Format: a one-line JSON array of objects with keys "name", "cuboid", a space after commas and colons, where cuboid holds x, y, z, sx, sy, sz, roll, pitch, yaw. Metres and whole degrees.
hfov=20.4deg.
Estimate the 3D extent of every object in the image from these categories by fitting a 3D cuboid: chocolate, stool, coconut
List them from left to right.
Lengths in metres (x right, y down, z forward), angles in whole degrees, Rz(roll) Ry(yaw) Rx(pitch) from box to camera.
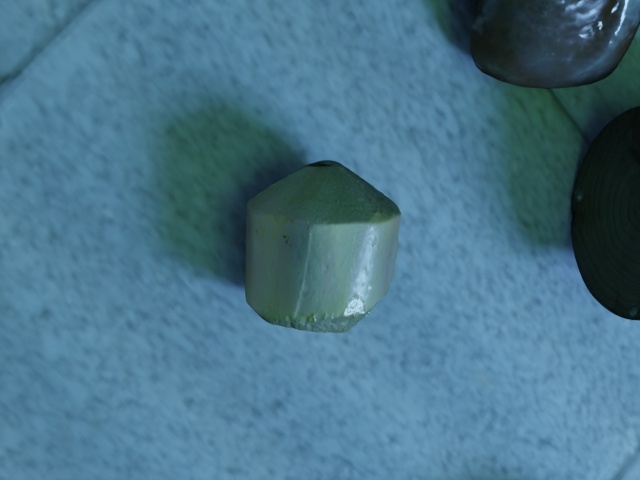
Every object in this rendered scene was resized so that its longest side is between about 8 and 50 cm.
[{"name": "coconut", "cuboid": [0.000, 0.000, 1.330, 0.116, 0.116, 0.122, -2, 106, -31]}, {"name": "chocolate", "cuboid": [0.215, -0.223, 1.374, 0.161, 0.083, 0.261, -10, 127, -35]}, {"name": "stool", "cuboid": [0.367, -0.014, 1.508, 0.264, 0.179, 0.179, 5, 98, -32]}]
